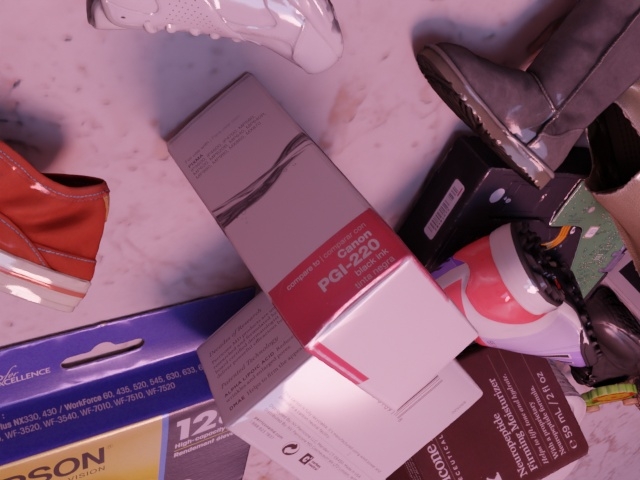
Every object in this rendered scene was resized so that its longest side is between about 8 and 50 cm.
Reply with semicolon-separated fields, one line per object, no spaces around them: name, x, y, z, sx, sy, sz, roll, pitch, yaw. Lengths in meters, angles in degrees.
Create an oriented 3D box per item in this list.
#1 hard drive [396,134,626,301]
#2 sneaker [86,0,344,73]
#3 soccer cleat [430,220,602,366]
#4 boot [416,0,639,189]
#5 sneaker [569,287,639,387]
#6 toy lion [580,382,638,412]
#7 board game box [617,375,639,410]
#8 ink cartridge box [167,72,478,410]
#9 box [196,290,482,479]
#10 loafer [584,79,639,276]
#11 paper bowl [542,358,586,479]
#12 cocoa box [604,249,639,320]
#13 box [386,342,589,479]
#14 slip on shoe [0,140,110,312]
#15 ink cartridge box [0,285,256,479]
hard drive;0.226;0.000;0.899;0.339;0.064;0.237;0;133;-36
sneaker;-0.081;-0.159;0.475;0.115;0.090;0.232;-40;135;19
soccer cleat;0.212;0.075;0.852;0.116;0.108;0.318;-24;150;22
boot;0.204;-0.169;0.677;0.189;0.076;0.208;37;100;-33
sneaker;0.435;0.169;1.225;0.130;0.109;0.286;-33;142;13
toy lion;0.450;0.244;1.264;0.100;0.034;0.096;-21;154;32
board game box;0.700;0.275;1.386;0.141;0.291;0.232;19;119;-48
ink cartridge box;0.000;0.000;0.593;0.092;0.218;0.158;-42;144;2
box;0.017;0.122;0.745;0.182;0.119;0.181;-41;124;4
loafer;0.313;-0.049;0.785;0.092;0.268;0.102;-22;-174;-22
paper bowl;0.285;0.320;1.242;0.284;0.148;0.284;-20;141;-17
cocoa box;0.610;0.038;1.092;0.347;0.231;0.228;-43;146;12
box;0.178;0.228;0.988;0.203;0.168;0.167;-23;172;-17
slip on shoe;-0.254;-0.056;0.443;0.331;0.123;0.101;32;77;-46
ink cartridge box;-0.206;0.203;0.797;0.303;0.072;0.307;-14;141;-26
